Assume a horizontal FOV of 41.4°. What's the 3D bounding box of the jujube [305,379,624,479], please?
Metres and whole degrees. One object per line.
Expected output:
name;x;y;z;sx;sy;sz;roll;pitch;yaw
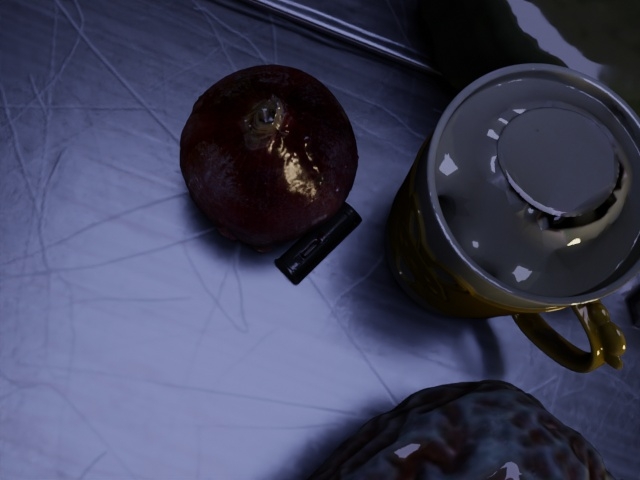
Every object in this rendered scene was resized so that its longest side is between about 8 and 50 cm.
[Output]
jujube;0.076;0.244;0.634;0.317;0.226;0.226;-35;84;-13

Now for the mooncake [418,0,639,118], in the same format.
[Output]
mooncake;0.273;-0.253;0.788;0.356;0.194;0.356;1;84;-8

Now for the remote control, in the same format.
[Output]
remote control;0.000;0.000;0.786;0.034;0.016;0.091;44;74;8

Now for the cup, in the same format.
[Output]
cup;0.161;0.003;0.704;0.185;0.226;0.241;-25;83;-15

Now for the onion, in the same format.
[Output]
onion;-0.044;-0.079;0.707;0.159;0.195;0.159;0;79;0
